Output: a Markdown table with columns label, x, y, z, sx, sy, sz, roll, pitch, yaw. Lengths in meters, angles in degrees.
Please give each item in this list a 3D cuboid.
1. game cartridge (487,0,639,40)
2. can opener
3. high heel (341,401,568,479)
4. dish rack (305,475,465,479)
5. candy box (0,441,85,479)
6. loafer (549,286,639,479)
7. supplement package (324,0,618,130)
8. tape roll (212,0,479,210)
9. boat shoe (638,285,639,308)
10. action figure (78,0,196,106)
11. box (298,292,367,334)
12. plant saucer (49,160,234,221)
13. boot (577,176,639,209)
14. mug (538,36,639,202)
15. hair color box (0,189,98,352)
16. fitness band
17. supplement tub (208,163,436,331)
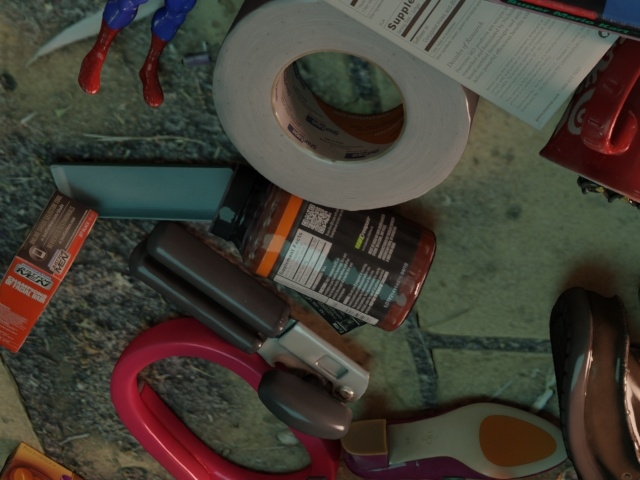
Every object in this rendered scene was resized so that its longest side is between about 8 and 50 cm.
| label | x | y | z | sx | sy | sz | roll | pitch | yaw |
| --- | --- | --- | --- | --- | --- | --- | --- | --- | --- |
| game cartridge | 0.242 | -0.236 | 0.815 | 0.354 | 0.068 | 0.230 | 13 | 95 | -6 |
| can opener | -0.072 | 0.097 | 1.302 | 0.283 | 0.095 | 0.076 | 36 | 131 | -15 |
| high heel | 0.144 | 0.227 | 1.380 | 0.244 | 0.082 | 0.117 | -5 | 159 | 6 |
| dish rack | 0.104 | 0.308 | 1.397 | 0.271 | 0.074 | 0.208 | -3 | 157 | 21 |
| candy box | -0.323 | 0.348 | 1.602 | 0.186 | 0.109 | 0.053 | 34 | 132 | -12 |
| loafer | 0.303 | 0.179 | 1.247 | 0.130 | 0.134 | 0.366 | -10 | 132 | 13 |
| supplement package | 0.100 | -0.218 | 0.931 | 0.244 | 0.139 | 0.134 | 30 | 129 | -8 |
| tape roll | 0.023 | -0.131 | 1.083 | 0.219 | 0.072 | 0.219 | 10 | 133 | 11 |
| boat shoe | 0.410 | 0.149 | 1.184 | 0.320 | 0.103 | 0.118 | 42 | 130 | -20 |
| action figure | -0.114 | -0.197 | 1.024 | 0.091 | 0.139 | 0.280 | 8 | 136 | -24 |
| box | 0.020 | 0.052 | 1.284 | 0.067 | 0.018 | 0.083 | -28 | 117 | 36 |
| plant saucer | -0.167 | -0.050 | 1.256 | 0.192 | 0.018 | 0.067 | 2 | 131 | 16 |
| boot | 0.321 | -0.021 | 1.058 | 0.228 | 0.091 | 0.263 | 18 | 110 | 3 |
| mug | 0.249 | -0.113 | 0.935 | 0.113 | 0.150 | 0.169 | 24 | 98 | -3 |
| hair color box | -0.289 | 0.034 | 1.306 | 0.053 | 0.093 | 0.167 | 29 | 141 | -9 |
| fitness band | -0.103 | 0.199 | 1.440 | 0.209 | 0.054 | 0.291 | -22 | 122 | 30 |
| supplement tub | 0.000 | 0.000 | 1.186 | 0.197 | 0.106 | 0.106 | 25 | 134 | -3 |
